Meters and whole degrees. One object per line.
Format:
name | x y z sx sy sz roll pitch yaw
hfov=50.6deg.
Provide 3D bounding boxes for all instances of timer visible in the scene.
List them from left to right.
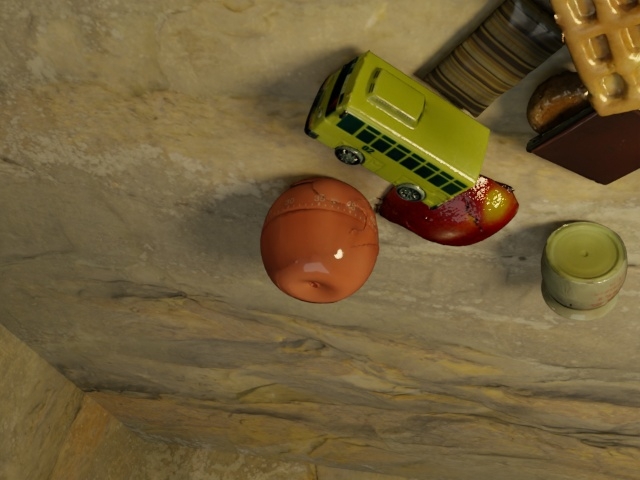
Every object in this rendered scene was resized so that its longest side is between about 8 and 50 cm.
timer | 0.000 0.000 1.300 0.230 0.215 0.229 7 150 4

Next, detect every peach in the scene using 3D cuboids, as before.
peach | 0.225 -0.050 1.267 0.279 0.068 0.189 -9 137 31

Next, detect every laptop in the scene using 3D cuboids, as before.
laptop | 0.434 -0.147 1.026 0.207 0.026 0.154 14 147 -35

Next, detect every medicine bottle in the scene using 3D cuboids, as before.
medicine bottle | 0.482 0.058 1.246 0.147 0.147 0.143 3 145 18

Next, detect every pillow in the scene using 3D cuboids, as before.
pillow | 0.252 -0.264 0.976 0.113 0.038 0.203 31 142 -18

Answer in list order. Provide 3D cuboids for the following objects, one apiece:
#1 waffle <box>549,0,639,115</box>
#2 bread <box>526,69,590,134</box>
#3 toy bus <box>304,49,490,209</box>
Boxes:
waffle | 0.371 -0.303 0.775 0.224 0.098 0.327 -5 135 42
bread | 0.354 -0.208 0.996 0.082 0.060 0.113 36 139 -28
toy bus | 0.123 -0.173 1.062 0.262 0.128 0.150 28 155 -17
